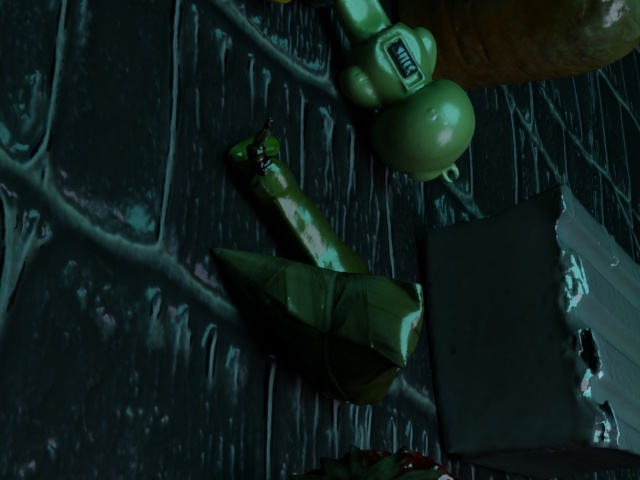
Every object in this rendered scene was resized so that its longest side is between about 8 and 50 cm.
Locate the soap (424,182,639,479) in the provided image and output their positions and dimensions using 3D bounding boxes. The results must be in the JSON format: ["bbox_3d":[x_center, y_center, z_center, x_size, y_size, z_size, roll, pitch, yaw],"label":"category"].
[{"bbox_3d":[0.321,0.152,1.689,0.435,0.213,0.350,28,48,-57],"label":"soap"}]

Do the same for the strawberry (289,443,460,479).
[{"bbox_3d":[0.057,0.300,1.088,0.205,0.205,0.244,-80,159,-45],"label":"strawberry"}]

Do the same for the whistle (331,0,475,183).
[{"bbox_3d":[0.086,-0.198,1.553,0.294,0.141,0.141,56,24,4],"label":"whistle"}]

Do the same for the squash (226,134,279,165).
[{"bbox_3d":[-0.066,-0.090,1.246,0.089,0.027,0.027,-24,97,-64],"label":"squash"}]

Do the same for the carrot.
[{"bbox_3d":[0.284,-0.326,1.760,0.224,0.340,0.224,34,49,-53],"label":"carrot"}]

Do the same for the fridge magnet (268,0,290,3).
[{"bbox_3d":[-0.057,-0.328,1.367,0.143,0.063,0.143,41,42,-51],"label":"fridge magnet"}]

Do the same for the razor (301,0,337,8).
[{"bbox_3d":[-0.012,-0.349,1.463,0.090,0.054,0.148,151,-77,-74],"label":"razor"}]

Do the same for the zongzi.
[{"bbox_3d":[-0.015,0.085,1.222,0.205,0.204,0.094,107,1,-65],"label":"zongzi"}]

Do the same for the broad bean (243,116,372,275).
[{"bbox_3d":[-0.007,0.004,1.275,0.325,0.067,0.075,54,-9,-34],"label":"broad bean"}]
